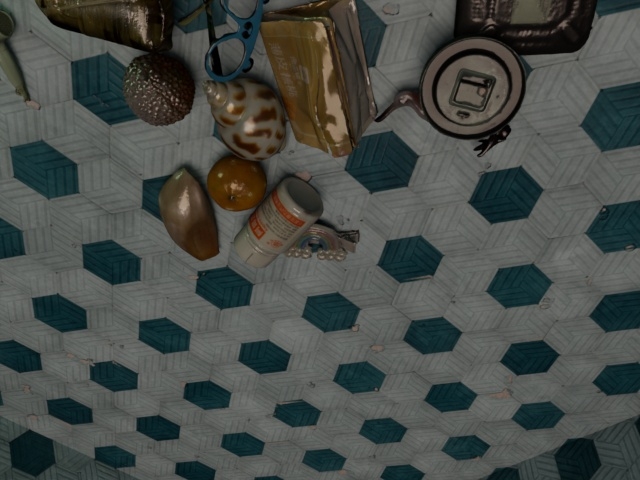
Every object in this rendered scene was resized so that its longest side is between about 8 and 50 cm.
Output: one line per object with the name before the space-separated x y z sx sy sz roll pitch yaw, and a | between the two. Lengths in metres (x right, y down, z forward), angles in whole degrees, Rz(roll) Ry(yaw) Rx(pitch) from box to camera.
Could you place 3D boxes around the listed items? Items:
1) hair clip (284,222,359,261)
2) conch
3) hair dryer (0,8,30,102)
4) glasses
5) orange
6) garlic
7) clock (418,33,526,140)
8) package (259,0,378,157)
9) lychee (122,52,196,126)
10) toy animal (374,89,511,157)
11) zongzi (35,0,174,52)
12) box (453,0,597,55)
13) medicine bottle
hair clip | 0.000 0.000 1.690 0.220 0.054 0.140 4 137 5
conch | -0.176 -0.286 1.389 0.183 0.148 0.275 -24 125 21
hair dryer | -0.772 -0.419 1.387 0.206 0.075 0.237 -4 138 16
glasses | -0.230 -0.469 1.241 0.207 0.102 0.239 25 118 15
orange | -0.216 -0.144 1.528 0.156 0.124 0.156 1 127 1
garlic | -0.367 -0.057 1.638 0.143 0.112 0.318 -5 140 4
clock | 0.325 -0.329 1.277 0.226 0.049 0.226 3 123 5
package | -0.001 -0.349 1.315 0.221 0.165 0.311 -8 128 10
lychee | -0.369 -0.344 1.359 0.165 0.197 0.165 0 90 -7
toy animal | 0.312 -0.308 1.375 0.324 0.090 0.195 14 128 -11
zongzi | -0.427 -0.555 1.208 0.286 0.134 0.288 14 116 -2
box | 0.422 -0.519 1.201 0.289 0.073 0.290 0 131 5
medicine bottle | -0.116 -0.043 1.595 0.144 0.144 0.252 29 126 -20
